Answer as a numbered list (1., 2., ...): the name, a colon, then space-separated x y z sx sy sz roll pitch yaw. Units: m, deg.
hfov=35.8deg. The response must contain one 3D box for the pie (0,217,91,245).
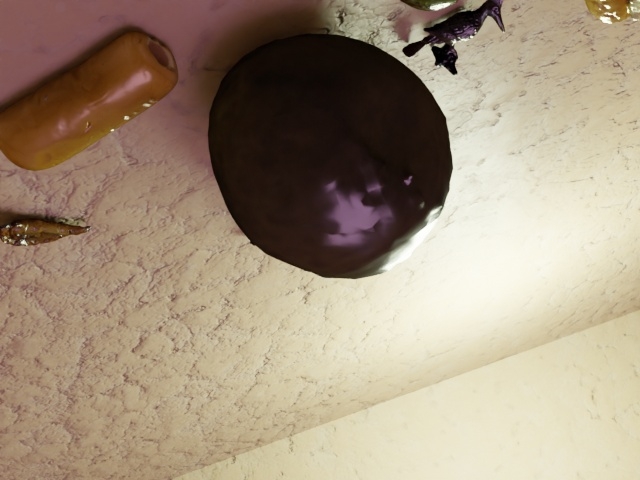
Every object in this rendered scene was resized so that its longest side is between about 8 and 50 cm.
1. pie: -0.529 -0.014 1.841 0.088 0.033 0.191 -34 158 35

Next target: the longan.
1. longan: 0.026 -0.134 1.677 0.404 0.404 0.436 -32 150 16

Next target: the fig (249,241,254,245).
1. fig: 0.009 -0.029 2.172 0.290 0.190 0.190 12 162 21

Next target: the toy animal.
1. toy animal: 0.252 -0.378 1.782 0.202 0.070 0.105 -35 132 28

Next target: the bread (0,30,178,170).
1. bread: -0.366 -0.211 1.564 0.305 0.091 0.142 -30 158 12

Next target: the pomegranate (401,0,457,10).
1. pomegranate: 0.177 -0.446 1.522 0.205 0.159 0.159 -46 156 -13

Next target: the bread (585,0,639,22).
1. bread: 0.477 -0.529 1.535 0.165 0.236 0.375 12 163 26
